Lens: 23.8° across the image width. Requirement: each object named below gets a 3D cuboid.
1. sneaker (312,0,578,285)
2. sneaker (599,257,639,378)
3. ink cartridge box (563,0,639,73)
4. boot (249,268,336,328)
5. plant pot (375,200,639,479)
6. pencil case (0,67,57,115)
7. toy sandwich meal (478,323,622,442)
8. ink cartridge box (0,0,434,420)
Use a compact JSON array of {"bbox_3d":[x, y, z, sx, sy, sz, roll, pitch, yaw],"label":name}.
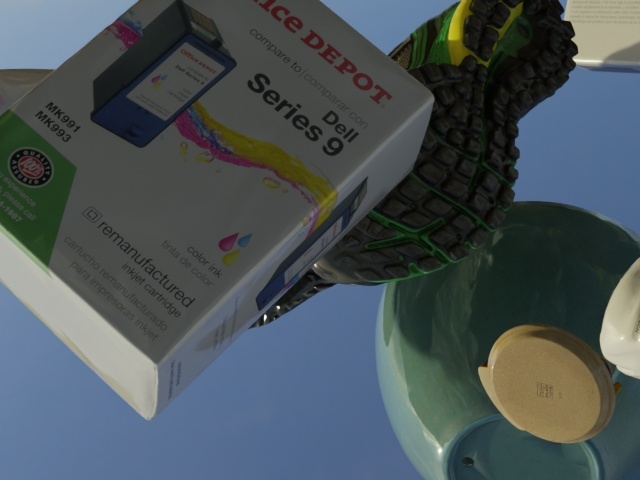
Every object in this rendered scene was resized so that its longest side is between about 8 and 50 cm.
[{"bbox_3d":[0.080,-0.074,1.174,0.146,0.134,0.343,-30,-165,46],"label":"sneaker"},{"bbox_3d":[0.314,0.081,0.938,0.292,0.110,0.118,7,-161,-29],"label":"sneaker"},{"bbox_3d":[0.351,-0.269,1.372,0.060,0.238,0.275,9,-179,-41],"label":"ink cartridge box"},{"bbox_3d":[0.000,0.000,1.582,0.247,0.094,0.207,-22,-173,33],"label":"boot"},{"bbox_3d":[0.181,0.139,1.317,0.290,0.290,0.195,-16,-152,19],"label":"plant pot"},{"bbox_3d":[-0.292,-0.098,1.405,0.273,0.124,0.113,-4,163,-3],"label":"pencil case"},{"bbox_3d":[0.132,0.079,0.864,0.086,0.085,0.029,-7,-159,37],"label":"toy sandwich meal"},{"bbox_3d":[-0.068,-0.039,0.801,0.212,0.154,0.093,-43,167,-23],"label":"ink cartridge box"}]
